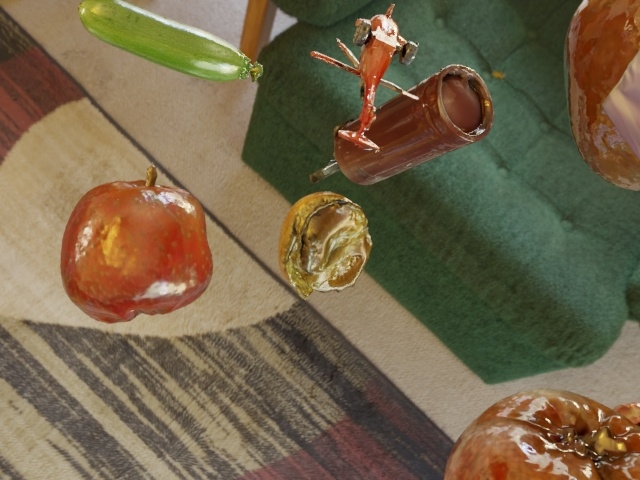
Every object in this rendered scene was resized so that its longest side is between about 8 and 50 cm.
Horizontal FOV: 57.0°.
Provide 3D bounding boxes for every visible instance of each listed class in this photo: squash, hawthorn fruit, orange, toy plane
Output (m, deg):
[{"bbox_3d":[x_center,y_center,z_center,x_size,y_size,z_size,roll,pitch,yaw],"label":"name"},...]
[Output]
[{"bbox_3d":[-0.296,-0.397,1.203,0.378,0.101,0.101,14,67,-27],"label":"squash"},{"bbox_3d":[-0.329,0.011,1.076,0.275,0.275,0.300,8,98,-12],"label":"hawthorn fruit"},{"bbox_3d":[0.230,0.270,0.531,0.231,0.235,0.263,-15,78,17],"label":"hawthorn fruit"},{"bbox_3d":[0.395,-0.198,0.635,0.268,0.267,0.301,-51,127,-24],"label":"hawthorn fruit"},{"bbox_3d":[0.000,0.000,0.870,0.160,0.170,0.112,6,36,-44],"label":"orange"},{"bbox_3d":[0.047,-0.179,0.614,0.126,0.077,0.194,34,45,4],"label":"toy plane"}]

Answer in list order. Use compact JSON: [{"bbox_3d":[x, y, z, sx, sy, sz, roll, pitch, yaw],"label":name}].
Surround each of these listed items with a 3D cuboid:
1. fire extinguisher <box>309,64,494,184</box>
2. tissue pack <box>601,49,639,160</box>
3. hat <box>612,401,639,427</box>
[{"bbox_3d":[0.089,-0.132,0.773,0.105,0.269,0.105,7,77,-33],"label":"fire extinguisher"},{"bbox_3d":[0.399,-0.037,0.384,0.242,0.160,0.338,-29,73,3],"label":"tissue pack"},{"bbox_3d":[0.361,0.293,0.830,0.236,0.286,0.107,-10,70,3],"label":"hat"}]
